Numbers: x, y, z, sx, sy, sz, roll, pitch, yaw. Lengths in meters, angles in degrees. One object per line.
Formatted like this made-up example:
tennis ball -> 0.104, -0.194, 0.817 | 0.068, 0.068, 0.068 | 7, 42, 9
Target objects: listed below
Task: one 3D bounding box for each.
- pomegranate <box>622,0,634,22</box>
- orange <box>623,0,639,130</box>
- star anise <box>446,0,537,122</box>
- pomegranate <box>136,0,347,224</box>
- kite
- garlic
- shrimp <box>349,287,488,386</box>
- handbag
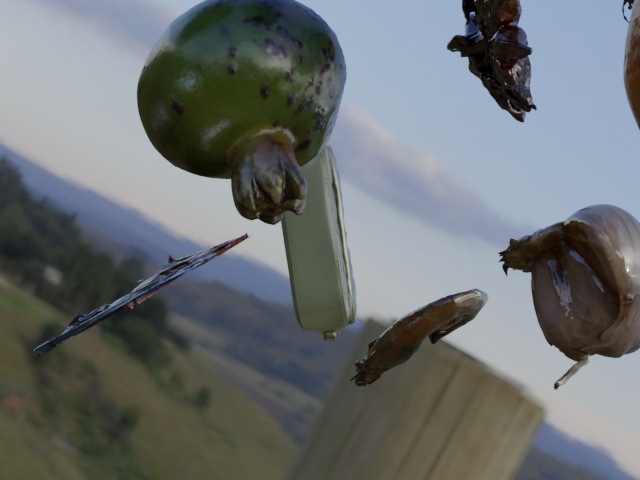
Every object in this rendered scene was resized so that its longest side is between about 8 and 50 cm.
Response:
pomegranate -> 0.381, -0.369, 1.811 | 0.338, 0.338, 0.338 | 29, -5, 3
orange -> 0.359, -0.126, 1.269 | 0.283, 0.284, 0.226 | 29, -40, 7
star anise -> 0.226, -0.283, 2.452 | 0.102, 0.272, 0.272 | -14, -2, -5
pomegranate -> -0.066, -0.122, 1.674 | 0.202, 0.202, 0.248 | 36, 30, -53
kite -> -0.159, 0.036, 1.745 | 0.016, 0.234, 0.321 | 60, 23, -5
garlic -> 0.284, 0.065, 2.078 | 0.207, 0.256, 0.207 | 30, -37, 26
shrimp -> 0.134, 0.133, 2.421 | 0.143, 0.052, 0.251 | -5, -22, -43
handbag -> 0.000, 0.000, 2.266 | 0.079, 0.256, 0.219 | -9, -6, 5
